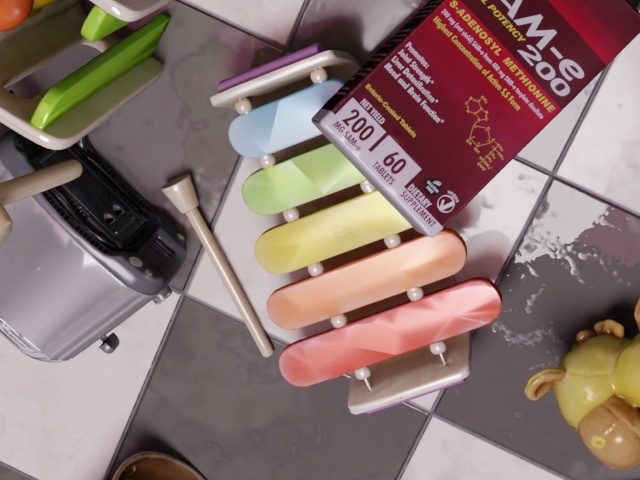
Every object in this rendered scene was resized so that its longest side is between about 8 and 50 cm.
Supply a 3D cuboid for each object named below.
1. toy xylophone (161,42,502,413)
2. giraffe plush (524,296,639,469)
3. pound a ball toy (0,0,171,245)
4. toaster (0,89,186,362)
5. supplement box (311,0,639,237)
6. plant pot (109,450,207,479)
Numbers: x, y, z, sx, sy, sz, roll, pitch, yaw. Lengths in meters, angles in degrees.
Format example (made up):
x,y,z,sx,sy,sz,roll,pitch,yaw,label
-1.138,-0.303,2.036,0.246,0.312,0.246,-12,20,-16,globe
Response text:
x,y,z,sx,sy,sz,roll,pitch,yaw,label
0.000,0.000,1.326,0.236,0.081,0.323,-28,100,20,toy xylophone
0.264,0.113,1.260,0.170,0.210,0.181,-30,124,25,giraffe plush
-0.212,-0.145,1.194,0.135,0.319,0.208,33,112,0,pound a ball toy
-0.241,-0.003,1.352,0.227,0.129,0.146,44,113,-6,toaster
0.123,-0.131,1.214,0.239,0.073,0.130,-45,99,-1,supplement box
-0.184,0.308,1.435,0.165,0.167,0.167,-37,98,28,plant pot
